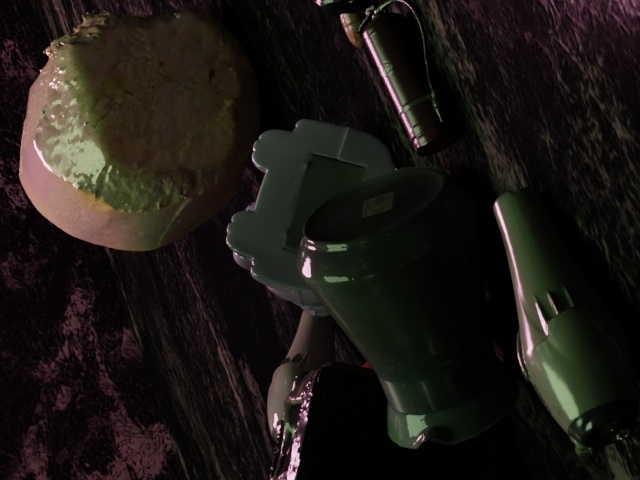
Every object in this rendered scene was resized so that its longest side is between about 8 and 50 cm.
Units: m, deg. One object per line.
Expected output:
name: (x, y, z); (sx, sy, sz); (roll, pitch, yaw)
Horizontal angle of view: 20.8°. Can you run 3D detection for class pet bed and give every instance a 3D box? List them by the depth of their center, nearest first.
pet bed: (0.055, 0.225, 1.731); (0.159, 0.210, 0.183); (129, 152, -66)

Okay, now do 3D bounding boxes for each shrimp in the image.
shrimp: (0.022, -0.237, 1.685); (0.059, 0.023, 0.108); (-142, 34, -79)

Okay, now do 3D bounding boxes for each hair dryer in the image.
hair dryer: (0.193, 0.066, 1.416); (0.225, 0.088, 0.219); (66, -172, -79)
hair dryer: (0.024, 0.200, 2.138); (0.267, 0.092, 0.229); (43, -147, -43)

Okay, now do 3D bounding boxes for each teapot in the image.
teapot: (0.089, 0.056, 1.602); (0.203, 0.171, 0.225); (-69, -39, -62)

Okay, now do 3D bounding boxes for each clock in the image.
clock: (-0.002, -0.002, 1.842); (0.254, 0.189, 0.189); (96, 151, -75)

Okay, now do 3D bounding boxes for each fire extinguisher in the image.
fire extinguisher: (0.078, -0.157, 1.554); (0.078, 0.045, 0.157); (-39, 68, 45)

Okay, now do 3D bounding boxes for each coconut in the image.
coconut: (-0.231, -0.139, 2.198); (0.297, 0.297, 0.309); (67, 160, 9)

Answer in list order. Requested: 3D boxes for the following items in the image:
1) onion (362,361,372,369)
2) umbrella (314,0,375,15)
onion: (0.072, 0.225, 1.923); (0.283, 0.120, 0.227); (92, 158, -52)
umbrella: (-0.001, -0.345, 1.486); (0.090, 0.094, 0.326); (29, 139, 47)
